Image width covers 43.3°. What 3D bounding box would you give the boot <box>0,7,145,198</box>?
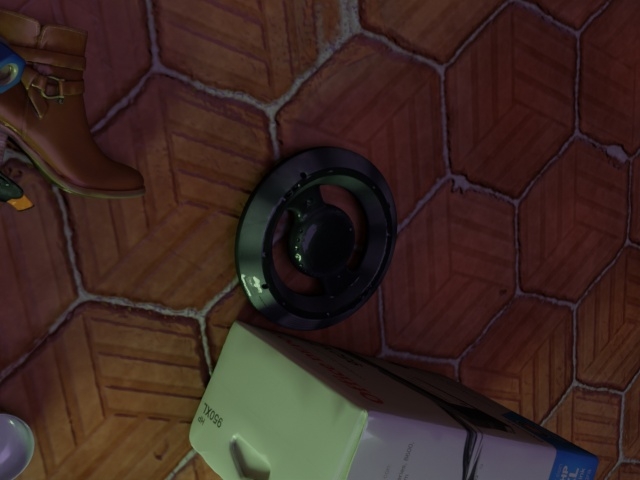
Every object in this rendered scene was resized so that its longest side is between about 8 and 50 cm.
[{"bbox_3d":[-0.241,-0.125,0.769,0.197,0.073,0.152,14,92,-38],"label":"boot"}]

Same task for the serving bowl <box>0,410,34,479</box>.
[{"bbox_3d":[-0.340,0.212,0.830,0.083,0.027,0.083,-11,110,-31],"label":"serving bowl"}]

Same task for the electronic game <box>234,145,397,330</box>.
[{"bbox_3d":[0.000,0.000,0.978,0.229,0.048,0.229,-10,109,-32],"label":"electronic game"}]

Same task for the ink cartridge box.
[{"bbox_3d":[0.087,0.250,0.965,0.395,0.285,0.166,20,91,-36],"label":"ink cartridge box"}]

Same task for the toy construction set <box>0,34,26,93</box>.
[{"bbox_3d":[-0.410,-0.128,0.586,0.309,0.257,0.237,39,97,-12],"label":"toy construction set"}]

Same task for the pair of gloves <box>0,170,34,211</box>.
[{"bbox_3d":[-0.315,-0.043,0.741,0.074,0.083,0.010,62,23,-57],"label":"pair of gloves"}]
